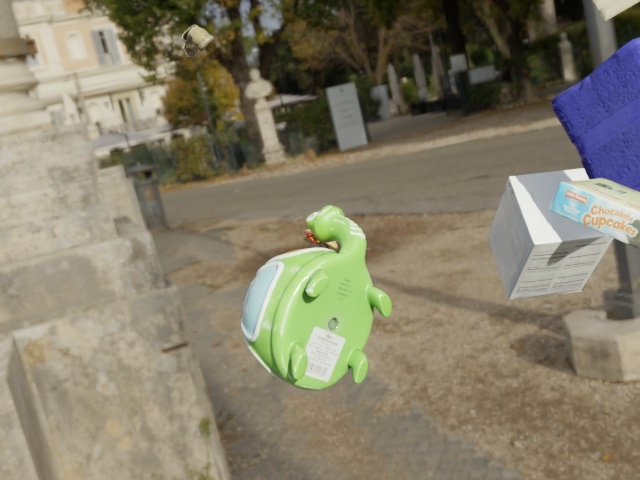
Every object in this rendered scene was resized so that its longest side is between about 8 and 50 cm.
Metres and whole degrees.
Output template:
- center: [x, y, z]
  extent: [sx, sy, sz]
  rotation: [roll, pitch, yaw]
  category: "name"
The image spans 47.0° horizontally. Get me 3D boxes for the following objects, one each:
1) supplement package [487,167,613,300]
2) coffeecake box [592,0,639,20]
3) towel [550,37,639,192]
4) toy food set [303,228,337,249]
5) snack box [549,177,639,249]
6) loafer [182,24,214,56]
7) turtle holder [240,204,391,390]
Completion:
- center: [0.551, -0.011, 1.796]
  extent: [0.198, 0.199, 0.262]
  rotation: [-7, -33, -5]
  category: "supplement package"
- center: [0.535, -0.463, 1.235]
  extent: [0.142, 0.068, 0.185]
  rotation: [-27, 19, 40]
  category: "coffeecake box"
- center: [0.620, -0.214, 1.470]
  extent: [0.076, 0.308, 0.228]
  rotation: [-4, -23, -40]
  category: "towel"
- center: [0.000, 0.000, 1.620]
  extent: [0.083, 0.020, 0.082]
  rotation: [24, -12, 0]
  category: "toy food set"
- center: [0.565, -0.019, 1.211]
  extent: [0.322, 0.060, 0.187]
  rotation: [30, 24, 35]
  category: "snack box"
- center: [-0.263, -0.425, 1.551]
  extent: [0.056, 0.050, 0.148]
  rotation: [-45, 21, -14]
  category: "loafer"
- center: [-0.030, 0.106, 1.372]
  extent: [0.243, 0.320, 0.227]
  rotation: [-12, 18, -40]
  category: "turtle holder"
